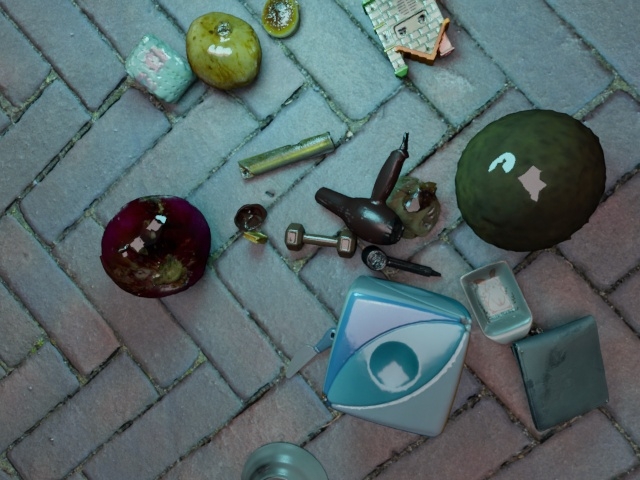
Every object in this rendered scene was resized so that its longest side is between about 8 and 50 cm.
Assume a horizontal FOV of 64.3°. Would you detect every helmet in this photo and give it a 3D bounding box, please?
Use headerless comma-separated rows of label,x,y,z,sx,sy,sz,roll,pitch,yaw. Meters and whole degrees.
helmet,-0.234,-0.088,1.679,0.111,0.057,0.089,-30,122,2

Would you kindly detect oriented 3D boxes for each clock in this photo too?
clock,0.278,-0.646,1.537,0.219,0.106,0.255,-25,92,12

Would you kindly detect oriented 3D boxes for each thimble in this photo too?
thimble,-0.518,-0.555,1.638,0.149,0.211,0.185,-47,53,11

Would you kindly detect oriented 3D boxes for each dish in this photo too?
dish,0.529,0.190,1.521,0.154,0.064,0.234,-23,75,11
dish,-0.129,0.836,1.673,0.316,0.106,0.317,0,92,11

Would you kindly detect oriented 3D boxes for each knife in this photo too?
knife,-0.033,0.368,1.678,0.244,0.032,0.058,-39,87,14

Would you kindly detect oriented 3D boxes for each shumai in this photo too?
shumai,0.276,-0.101,1.548,0.201,0.120,0.201,0,92,8

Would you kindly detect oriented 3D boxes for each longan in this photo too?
longan,0.553,-0.154,1.359,0.391,0.391,0.391,0,93,11

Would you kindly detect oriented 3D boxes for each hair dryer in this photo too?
hair dryer,0.153,-0.180,1.508,0.312,0.123,0.341,36,114,32
hair dryer,0.254,0.075,1.566,0.255,0.128,0.070,13,94,-1

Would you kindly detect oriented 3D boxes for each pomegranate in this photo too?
pomegranate,-0.300,-0.588,1.582,0.248,0.248,0.248,0,93,11

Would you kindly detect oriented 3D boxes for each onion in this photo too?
onion,-0.542,-0.013,1.641,0.348,0.347,0.385,-50,49,9

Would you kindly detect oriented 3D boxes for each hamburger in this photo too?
hamburger,-0.124,-0.716,1.617,0.126,0.081,0.141,30,99,8

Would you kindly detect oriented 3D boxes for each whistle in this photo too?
whistle,-0.113,-0.273,1.646,0.326,0.057,0.068,-16,89,11

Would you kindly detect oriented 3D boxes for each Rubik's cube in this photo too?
Rubik's cube,0.218,0.310,1.459,0.351,0.352,0.347,15,94,12

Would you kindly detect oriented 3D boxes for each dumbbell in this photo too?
dumbbell,0.000,0.000,1.624,0.230,0.082,0.092,8,93,11

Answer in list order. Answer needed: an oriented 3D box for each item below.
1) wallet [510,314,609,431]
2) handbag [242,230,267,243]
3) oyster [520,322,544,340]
wallet,0.694,0.379,1.463,0.251,0.054,0.291,-18,103,-6
handbag,-0.214,-0.011,1.664,0.061,0.083,0.027,24,96,12
oyster,0.656,0.379,1.510,0.252,0.087,0.199,35,87,-1
